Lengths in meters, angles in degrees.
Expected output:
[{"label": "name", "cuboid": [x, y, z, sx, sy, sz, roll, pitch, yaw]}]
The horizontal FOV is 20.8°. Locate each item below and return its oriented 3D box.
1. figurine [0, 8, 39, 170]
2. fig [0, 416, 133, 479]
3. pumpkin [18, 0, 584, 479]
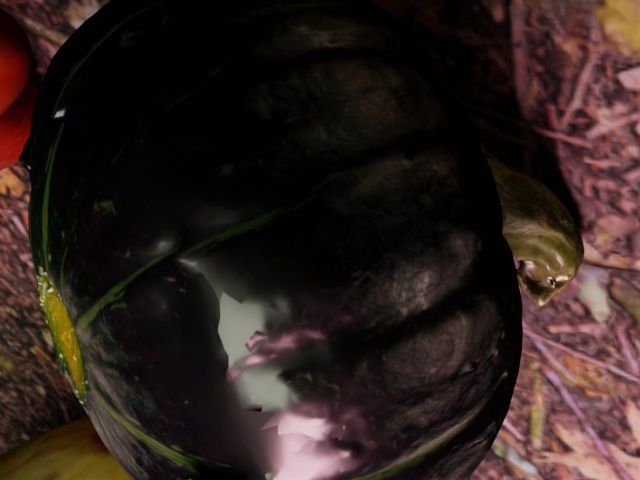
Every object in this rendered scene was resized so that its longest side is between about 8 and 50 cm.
[{"label": "figurine", "cuboid": [-0.304, -0.102, 0.937, 0.261, 0.211, 0.269, 47, 172, -2]}, {"label": "fig", "cuboid": [-0.170, 0.253, 1.197, 0.258, 0.258, 0.326, 34, 127, 5]}, {"label": "pumpkin", "cuboid": [0.000, 0.000, 0.855, 0.296, 0.296, 0.296, 20, 137, 20]}]
